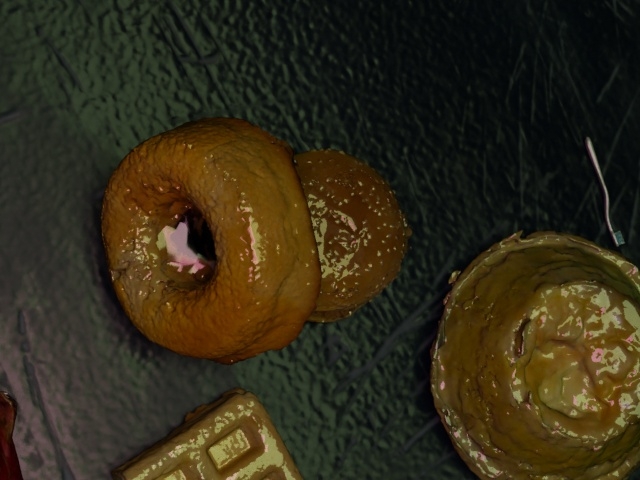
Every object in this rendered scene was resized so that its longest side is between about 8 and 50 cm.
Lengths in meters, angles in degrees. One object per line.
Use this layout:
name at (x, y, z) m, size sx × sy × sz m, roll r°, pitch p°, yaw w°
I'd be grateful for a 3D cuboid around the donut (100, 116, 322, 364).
donut at (-0.110, 0.002, 1.531) m, size 0.118 × 0.253 × 0.253 m, roll -18°, pitch 89°, yaw -52°

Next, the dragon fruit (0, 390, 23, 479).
dragon fruit at (-0.384, 0.233, 1.420) m, size 0.250 × 0.250 × 0.315 m, roll -13°, pitch 69°, yaw -18°

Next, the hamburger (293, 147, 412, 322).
hamburger at (0.007, -0.004, 1.623) m, size 0.191 × 0.118 × 0.181 m, roll 3°, pitch 86°, yaw -21°

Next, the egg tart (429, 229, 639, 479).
egg tart at (0.270, 0.139, 1.684) m, size 0.315 × 0.120 × 0.315 m, roll 2°, pitch 84°, yaw -16°

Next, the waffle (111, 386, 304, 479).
waffle at (-0.077, 0.303, 1.588) m, size 0.168 × 0.057 × 0.274 m, roll -31°, pitch 93°, yaw -19°

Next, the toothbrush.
toothbrush at (0.325, -0.056, 1.780) m, size 0.013 × 0.011 × 0.131 m, roll -17°, pitch 89°, yaw -6°
